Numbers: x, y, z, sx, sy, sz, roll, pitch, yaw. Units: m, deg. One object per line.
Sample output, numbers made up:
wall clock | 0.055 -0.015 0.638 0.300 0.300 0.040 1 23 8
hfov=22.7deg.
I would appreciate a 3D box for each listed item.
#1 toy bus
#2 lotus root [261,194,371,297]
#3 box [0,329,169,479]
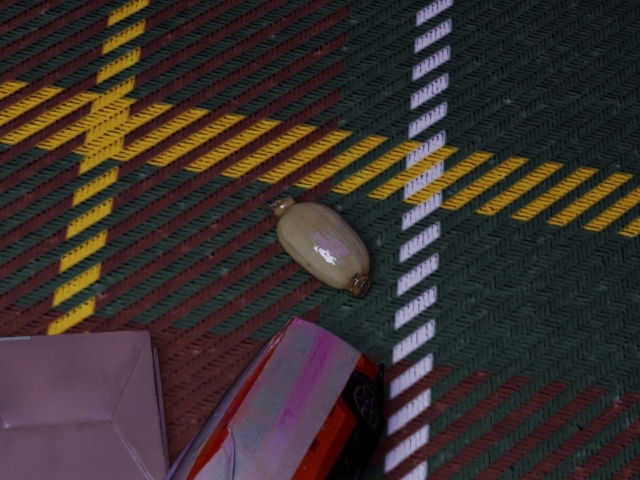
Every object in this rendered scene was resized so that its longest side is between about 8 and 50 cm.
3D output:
toy bus | -0.049 0.213 1.511 0.147 0.127 0.302 40 43 -4
lotus root | 0.000 0.000 1.725 0.073 0.062 0.150 -39 74 -26
box | -0.256 0.199 1.555 0.215 0.086 0.215 -3 60 -10
